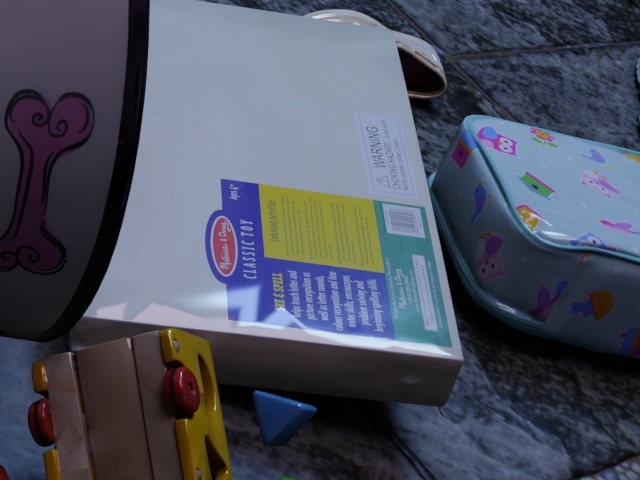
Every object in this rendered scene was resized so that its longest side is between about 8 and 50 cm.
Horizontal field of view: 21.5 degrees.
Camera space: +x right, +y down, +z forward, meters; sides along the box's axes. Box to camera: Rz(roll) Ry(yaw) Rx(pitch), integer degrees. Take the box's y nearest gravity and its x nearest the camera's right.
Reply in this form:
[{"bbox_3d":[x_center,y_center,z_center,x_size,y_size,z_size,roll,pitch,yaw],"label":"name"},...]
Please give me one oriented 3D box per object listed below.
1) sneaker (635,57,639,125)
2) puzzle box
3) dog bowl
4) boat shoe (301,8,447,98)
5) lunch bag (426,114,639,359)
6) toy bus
[{"bbox_3d":[0.404,-0.165,1.812,0.107,0.110,0.275,19,34,-16],"label":"sneaker"},{"bbox_3d":[-0.054,-0.047,1.284,0.272,0.052,0.409,8,40,-13],"label":"puzzle box"},{"bbox_3d":[-0.242,-0.138,1.016,0.150,0.408,0.408,-2,43,-26],"label":"dog bowl"},{"bbox_3d":[0.049,-0.172,1.588,0.170,0.063,0.059,9,32,-31],"label":"boat shoe"},{"bbox_3d":[0.237,-0.002,1.456,0.279,0.108,0.224,13,30,-27],"label":"lunch bag"},{"bbox_3d":[-0.096,0.151,0.980,0.191,0.202,0.104,33,1,20],"label":"toy bus"}]
